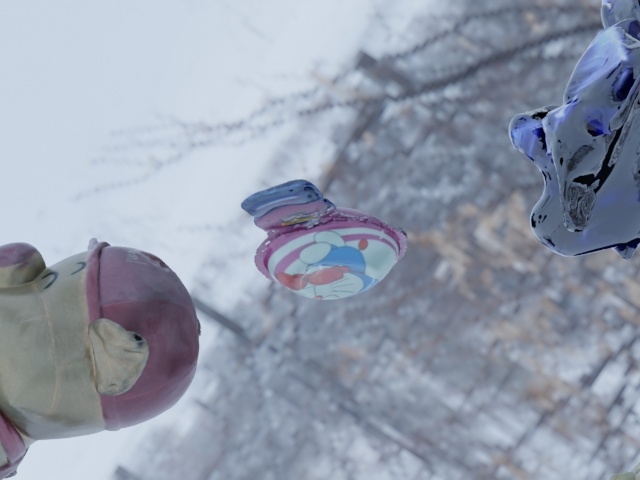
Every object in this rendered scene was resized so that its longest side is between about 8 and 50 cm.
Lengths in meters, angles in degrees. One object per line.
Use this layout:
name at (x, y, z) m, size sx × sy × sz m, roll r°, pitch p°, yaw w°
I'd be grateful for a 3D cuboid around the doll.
doll at (-0.208, 0.085, 1.276) m, size 0.256 × 0.152 × 0.196 m, roll -25°, pitch -146°, yaw 2°

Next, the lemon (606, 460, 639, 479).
lemon at (0.302, 0.237, 1.172) m, size 0.236 × 0.263 × 0.236 m, roll -51°, pitch -157°, yaw 31°

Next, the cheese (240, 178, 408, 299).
cheese at (0.000, 0.000, 1.082) m, size 0.145 × 0.095 × 0.038 m, roll 47°, pitch 31°, yaw -58°

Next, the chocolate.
chocolate at (0.180, -0.072, 0.979) m, size 0.148 × 0.126 × 0.343 m, roll -63°, pitch 174°, yaw 32°
